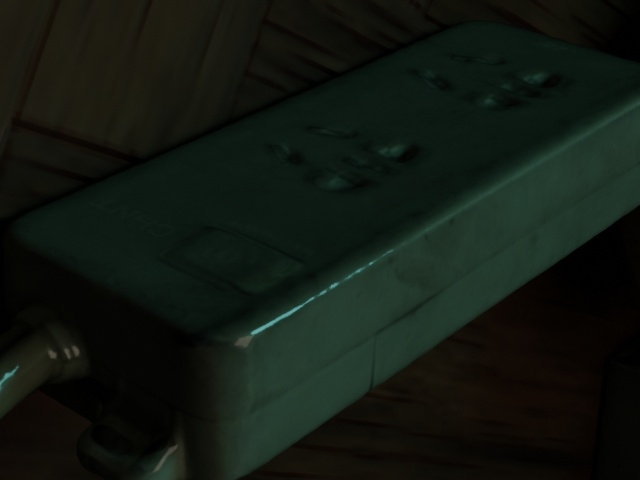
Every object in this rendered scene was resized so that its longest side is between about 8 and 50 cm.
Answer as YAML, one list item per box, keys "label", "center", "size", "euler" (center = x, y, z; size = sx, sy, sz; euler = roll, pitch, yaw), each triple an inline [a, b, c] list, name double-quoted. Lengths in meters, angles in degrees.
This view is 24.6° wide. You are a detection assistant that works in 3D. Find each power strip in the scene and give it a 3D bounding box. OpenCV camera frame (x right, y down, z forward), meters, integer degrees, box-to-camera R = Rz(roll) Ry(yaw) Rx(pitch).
- label: "power strip"
  center: [0.000, 0.000, 0.447]
  size: [0.288, 0.093, 0.053]
  euler: [-29, 132, -43]

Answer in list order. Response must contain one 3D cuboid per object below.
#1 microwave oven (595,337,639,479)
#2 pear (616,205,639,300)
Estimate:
- label: "microwave oven"
  center: [0.272, 0.107, 0.813]
  size: [0.240, 0.145, 0.194]
  euler: [-25, 129, -43]
- label: "pear"
  center: [0.242, -0.037, 0.655]
  size: [0.228, 0.188, 0.211]
  euler: [2, 73, -15]
